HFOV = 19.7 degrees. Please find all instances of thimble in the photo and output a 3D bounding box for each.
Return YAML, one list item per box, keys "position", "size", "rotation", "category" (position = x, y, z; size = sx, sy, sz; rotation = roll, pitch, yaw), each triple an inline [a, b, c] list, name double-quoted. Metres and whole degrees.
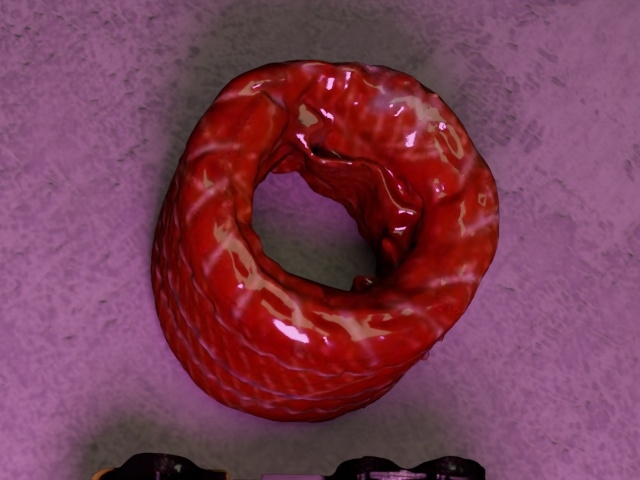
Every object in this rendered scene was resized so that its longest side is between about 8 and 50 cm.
- position: [0.000, 0.000, 1.893]
  size: [0.350, 0.230, 0.350]
  rotation: [6, 66, -13]
  category: "thimble"

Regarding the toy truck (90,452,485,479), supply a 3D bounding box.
- position: [-0.017, 0.316, 1.739]
  size: [0.405, 0.254, 0.181]
  rotation: [1, 62, 1]
  category: "toy truck"
